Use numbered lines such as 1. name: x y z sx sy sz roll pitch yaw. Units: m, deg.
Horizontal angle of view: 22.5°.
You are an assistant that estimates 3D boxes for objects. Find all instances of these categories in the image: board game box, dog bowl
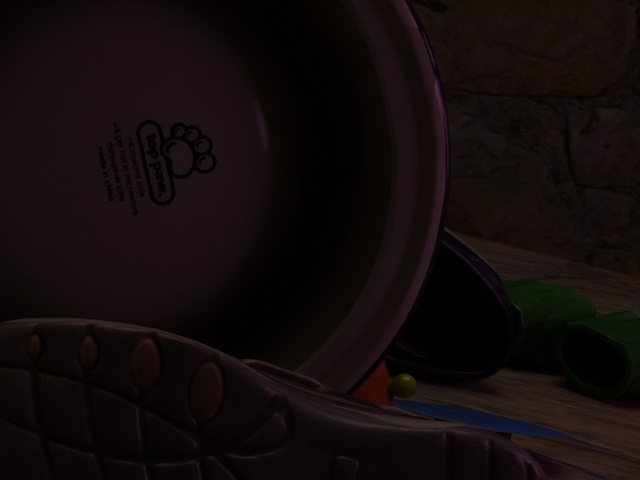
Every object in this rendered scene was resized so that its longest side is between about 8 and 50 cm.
1. board game box: 0.125 0.163 1.335 0.133 0.033 0.168 10 -2 44
2. dog bowl: -0.131 -0.053 1.045 0.408 0.408 0.150 10 5 -15

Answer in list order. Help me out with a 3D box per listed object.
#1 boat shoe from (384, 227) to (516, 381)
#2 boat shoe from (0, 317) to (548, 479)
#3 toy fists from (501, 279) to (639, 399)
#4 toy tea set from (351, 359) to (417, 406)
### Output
1. boat shoe: 0.000 0.000 1.584 0.500 0.187 0.156 30 9 -26
2. boat shoe: -0.045 0.133 0.930 0.355 0.132 0.130 19 -5 -12
3. toy fists: 0.290 0.113 1.829 0.142 0.096 0.279 -8 19 -43
4. toy tea set: -0.093 0.103 1.270 0.200 0.124 0.336 -29 33 -32
